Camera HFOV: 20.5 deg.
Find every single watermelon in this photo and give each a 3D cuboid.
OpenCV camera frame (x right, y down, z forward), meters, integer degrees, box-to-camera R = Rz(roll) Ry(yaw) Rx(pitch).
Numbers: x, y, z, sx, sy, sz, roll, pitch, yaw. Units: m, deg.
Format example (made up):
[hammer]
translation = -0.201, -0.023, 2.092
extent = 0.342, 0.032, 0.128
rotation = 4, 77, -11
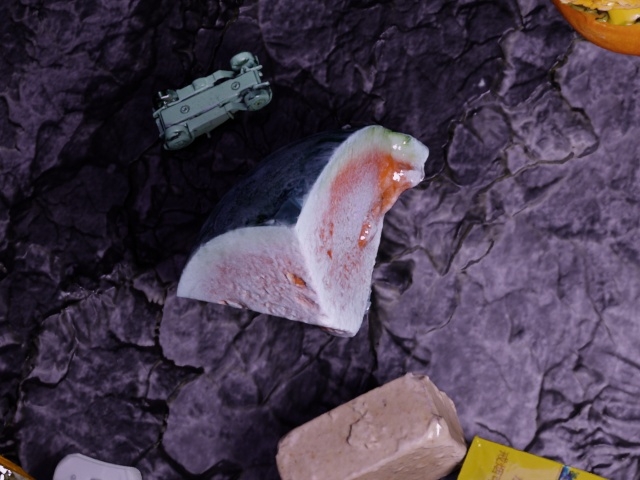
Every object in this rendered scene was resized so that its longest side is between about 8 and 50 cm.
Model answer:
[watermelon]
translation = 0.000, 0.000, 1.858
extent = 0.319, 0.289, 0.214
rotation = -30, 89, -4

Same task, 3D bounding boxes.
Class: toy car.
[toy car]
translation = -0.126, -0.160, 2.059
extent = 0.143, 0.054, 0.073
rotation = -26, 62, 8

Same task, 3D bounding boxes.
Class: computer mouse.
[computer mouse]
translation = -0.239, 0.269, 1.942
extent = 0.110, 0.032, 0.056
rotation = 9, 74, 17

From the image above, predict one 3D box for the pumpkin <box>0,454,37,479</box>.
[pumpkin]
translation = -0.452, 0.238, 1.941
extent = 0.317, 0.222, 0.139
rotation = 34, 86, 33

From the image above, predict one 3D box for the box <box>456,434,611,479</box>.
[box]
translation = 0.245, 0.300, 1.701
extent = 0.279, 0.041, 0.153
rotation = 17, 76, 29

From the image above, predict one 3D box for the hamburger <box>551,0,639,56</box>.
[hamburger]
translation = 0.340, -0.367, 1.818
extent = 0.330, 0.250, 0.330
rotation = -10, 65, 21

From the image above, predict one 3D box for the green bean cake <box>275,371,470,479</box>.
[green bean cake]
translation = 0.053, 0.212, 1.786
extent = 0.179, 0.109, 0.085
rotation = -28, 60, 12
